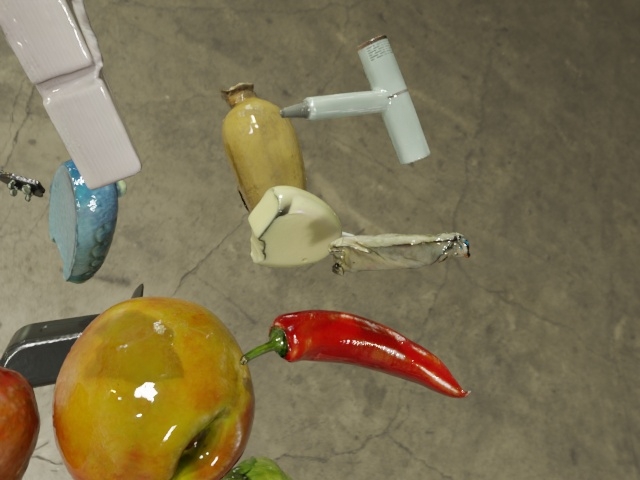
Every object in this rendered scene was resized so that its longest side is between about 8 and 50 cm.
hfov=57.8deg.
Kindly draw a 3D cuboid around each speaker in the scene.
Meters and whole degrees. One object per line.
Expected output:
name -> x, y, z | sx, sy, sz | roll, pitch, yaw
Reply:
speaker -> -0.654, 0.254, 1.544 | 0.388, 0.180, 0.184 | -10, 109, -12

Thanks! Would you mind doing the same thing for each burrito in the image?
burrito -> 0.089, 0.013, 0.693 | 0.051, 0.171, 0.042 | 62, 36, -44

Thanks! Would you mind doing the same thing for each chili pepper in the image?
chili pepper -> 0.054, 0.171, 0.923 | 0.368, 0.137, 0.092 | 9, 111, -13

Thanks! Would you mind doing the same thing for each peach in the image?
peach -> -0.262, 0.239, 0.904 | 0.307, 0.308, 0.332 | -28, 46, -32

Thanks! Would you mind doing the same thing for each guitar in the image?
guitar -> -0.517, -0.111, 0.811 | 0.271, 0.084, 0.038 | 24, 62, -1

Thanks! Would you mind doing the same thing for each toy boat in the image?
toy boat -> -0.518, -0.049, 1.298 | 0.123, 0.330, 0.215 | -8, 54, -36

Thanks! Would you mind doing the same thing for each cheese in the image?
cheese -> 0.000, 0.000, 0.848 | 0.255, 0.127, 0.050 | 17, 31, -45

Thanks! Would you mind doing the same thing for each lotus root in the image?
lotus root -> -0.104, -0.157, 1.105 | 0.146, 0.130, 0.303 | -19, 91, -60

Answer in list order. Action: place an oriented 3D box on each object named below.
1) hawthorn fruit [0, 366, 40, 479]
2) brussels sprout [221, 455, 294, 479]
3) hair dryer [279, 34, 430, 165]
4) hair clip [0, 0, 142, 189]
hawthorn fruit -> -0.549, 0.294, 0.814 | 0.284, 0.284, 0.284 | 10, 68, -24
brussels sprout -> -0.169, 0.598, 1.252 | 0.259, 0.294, 0.227 | -39, 68, -8
hair dryer -> 0.034, -0.140, 0.675 | 0.183, 0.044, 0.155 | -28, 99, -27
hair clip -> -0.270, -0.213, 0.563 | 0.085, 0.101, 0.331 | -21, 117, -13
